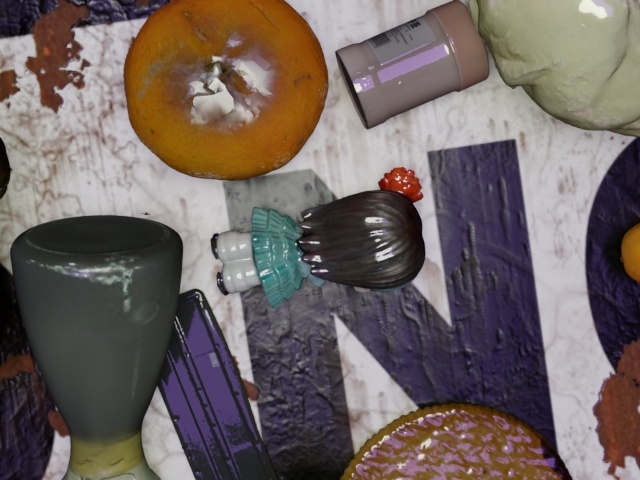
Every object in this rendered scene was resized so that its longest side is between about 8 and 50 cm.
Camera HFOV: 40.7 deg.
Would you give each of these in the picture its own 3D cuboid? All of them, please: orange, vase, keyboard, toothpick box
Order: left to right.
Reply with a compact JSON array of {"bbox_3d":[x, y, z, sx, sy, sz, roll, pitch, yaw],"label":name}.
[{"bbox_3d":[-0.237,0.145,0.936,0.174,0.173,0.321,3,107,-2],"label":"vase"},{"bbox_3d":[-0.156,0.148,1.021,0.104,0.041,0.381,-21,99,-1],"label":"keyboard"},{"bbox_3d":[-0.102,-0.172,0.937,0.224,0.170,0.223,0,94,-3],"label":"orange"},{"bbox_3d":[0.103,-0.198,0.976,0.149,0.098,0.098,-23,93,0],"label":"toothpick box"},{"bbox_3d":[0.390,0.016,1.005,0.084,0.083,0.083,0,93,-2],"label":"orange"}]

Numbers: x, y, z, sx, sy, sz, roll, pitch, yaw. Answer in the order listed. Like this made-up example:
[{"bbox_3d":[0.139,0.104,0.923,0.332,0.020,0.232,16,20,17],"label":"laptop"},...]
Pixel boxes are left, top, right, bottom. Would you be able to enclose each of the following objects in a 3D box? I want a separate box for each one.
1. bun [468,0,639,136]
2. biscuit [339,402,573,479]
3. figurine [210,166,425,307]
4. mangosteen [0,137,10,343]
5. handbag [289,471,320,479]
[{"bbox_3d":[0.303,-0.263,0.914,0.365,0.219,0.365,11,63,-23],"label":"bun"},{"bbox_3d":[0.162,0.342,1.034,0.306,0.038,0.305,0,91,-2],"label":"biscuit"},{"bbox_3d":[0.000,0.000,0.982,0.246,0.110,0.137,-9,90,7],"label":"figurine"},{"bbox_3d":[-0.494,0.013,0.839,0.381,0.381,0.421,4,82,-2],"label":"mangosteen"},{"bbox_3d":[0.003,0.456,0.969,0.288,0.152,0.342,32,112,-10],"label":"handbag"}]
